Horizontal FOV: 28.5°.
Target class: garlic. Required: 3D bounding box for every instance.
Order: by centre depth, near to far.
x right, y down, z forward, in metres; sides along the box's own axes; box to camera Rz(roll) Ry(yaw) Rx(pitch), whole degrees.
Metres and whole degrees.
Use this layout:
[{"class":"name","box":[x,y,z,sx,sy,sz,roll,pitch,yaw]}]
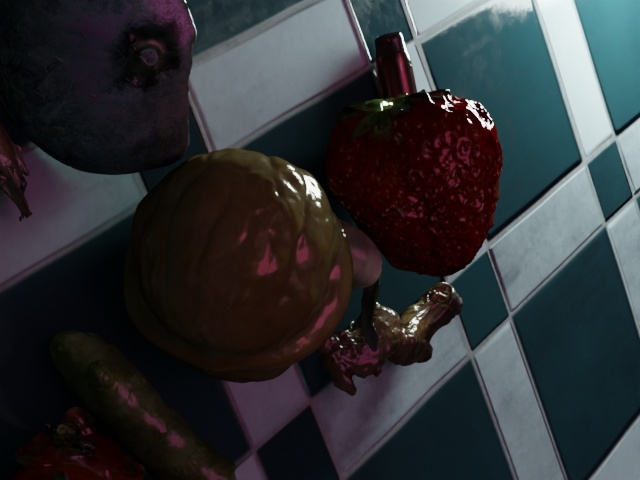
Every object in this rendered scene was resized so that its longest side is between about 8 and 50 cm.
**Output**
[{"class":"garlic","box":[0.000,0.008,1.744,0.174,0.124,0.099,23,84,-15]}]

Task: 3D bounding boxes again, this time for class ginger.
[{"class":"ginger","box":[-0.208,0.215,1.483,0.089,0.137,0.290,-41,120,2]},{"class":"ginger","box":[0.105,0.139,1.876,0.290,0.084,0.122,-18,77,-43]}]

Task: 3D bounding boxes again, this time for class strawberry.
[{"class":"strawberry","box":[0.141,-0.079,1.806,0.257,0.257,0.277,-21,106,-46]}]

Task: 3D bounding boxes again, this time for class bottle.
[{"class":"bottle","box":[0.120,-0.238,1.938,0.060,0.060,0.164,-17,98,-47]}]

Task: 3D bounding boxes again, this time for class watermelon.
[{"class":"watermelon","box":[-0.250,-0.195,1.411,0.188,0.175,0.322,-26,116,-27]}]

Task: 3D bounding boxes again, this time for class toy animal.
[{"class":"toy animal","box":[0.056,0.059,1.825,0.075,0.041,0.217,29,42,-26]}]

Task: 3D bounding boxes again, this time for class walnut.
[{"class":"walnut","box":[-0.101,0.033,1.525,0.296,0.285,0.285,87,22,-62]}]

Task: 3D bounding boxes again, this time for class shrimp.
[{"class":"shrimp","box":[-0.398,-0.102,1.374,0.126,0.047,0.223,-47,113,-32]}]

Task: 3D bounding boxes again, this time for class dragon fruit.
[{"class":"dragon fruit","box":[-0.249,0.327,1.364,0.198,0.269,0.200,-13,137,-16]}]
